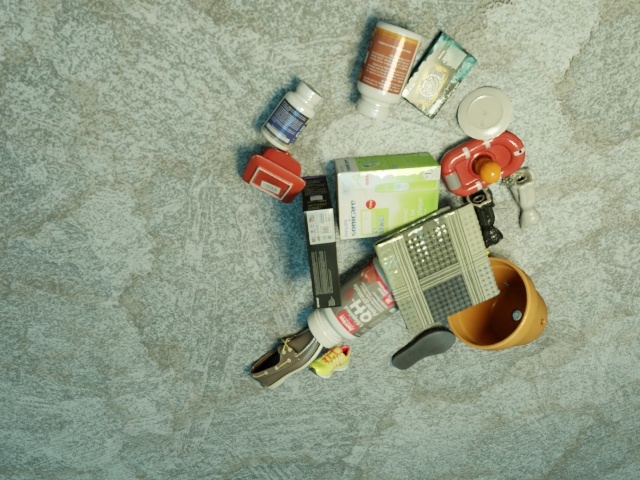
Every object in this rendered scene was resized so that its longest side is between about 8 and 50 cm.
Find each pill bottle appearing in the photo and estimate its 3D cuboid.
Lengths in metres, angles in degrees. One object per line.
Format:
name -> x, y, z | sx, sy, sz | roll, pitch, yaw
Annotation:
pill bottle -> -0.074, -0.330, 1.205 | 0.094, 0.094, 0.169 | 34, 112, -20
pill bottle -> 0.118, 0.205, 1.464 | 0.318, 0.176, 0.176 | -38, 115, 15
pill bottle -> 0.163, -0.425, 1.156 | 0.121, 0.121, 0.216 | 13, 116, -11

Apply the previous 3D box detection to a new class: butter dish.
butter dish -> -0.117, -0.199, 1.267 | 0.160, 0.118, 0.160 | 27, 153, -12

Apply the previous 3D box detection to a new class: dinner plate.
dinner plate -> 0.446, -0.346, 1.241 | 0.141, 0.017, 0.141 | 2, 95, 17

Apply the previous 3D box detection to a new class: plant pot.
plant pot -> 0.581, 0.219, 1.468 | 0.203, 0.291, 0.291 | 22, 116, -34

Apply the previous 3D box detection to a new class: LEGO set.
LEGO set -> 0.548, -0.177, 1.322 | 0.083, 0.054, 0.023 | -49, 133, -19

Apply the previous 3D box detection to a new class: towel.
towel -> 0.339, 0.078, 1.328 | 0.312, 0.056, 0.324 | -23, 110, -1

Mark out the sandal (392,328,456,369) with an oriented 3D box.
sandal -> 0.367, 0.382, 1.657 | 0.254, 0.054, 0.097 | -33, 109, 24

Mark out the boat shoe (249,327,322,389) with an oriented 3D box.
boat shoe -> -0.116, 0.399, 1.590 | 0.096, 0.117, 0.324 | 36, 116, -24

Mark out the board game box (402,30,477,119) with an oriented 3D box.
board game box -> 0.308, -0.434, 1.216 | 0.126, 0.026, 0.186 | 30, 112, -19

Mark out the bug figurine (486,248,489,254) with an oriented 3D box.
bug figurine -> 0.381, 0.062, 1.416 | 0.278, 0.072, 0.216 | 32, 105, 5

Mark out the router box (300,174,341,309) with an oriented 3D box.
router box -> 0.000, 0.000, 1.307 | 0.080, 0.243, 0.309 | -6, 118, -1

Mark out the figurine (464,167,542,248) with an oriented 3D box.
figurine -> 0.572, -0.087, 1.400 | 0.214, 0.092, 0.210 | -25, 125, 8

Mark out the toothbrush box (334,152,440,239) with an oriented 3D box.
toothbrush box -> 0.187, -0.129, 1.320 | 0.283, 0.122, 0.206 | -3, 119, -1

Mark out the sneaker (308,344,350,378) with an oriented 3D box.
sneaker -> 0.036, 0.411, 1.592 | 0.081, 0.208, 0.094 | 29, 107, 30

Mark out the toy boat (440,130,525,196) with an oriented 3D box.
toy boat -> 0.461, -0.207, 1.280 | 0.231, 0.151, 0.151 | -27, 117, 11
